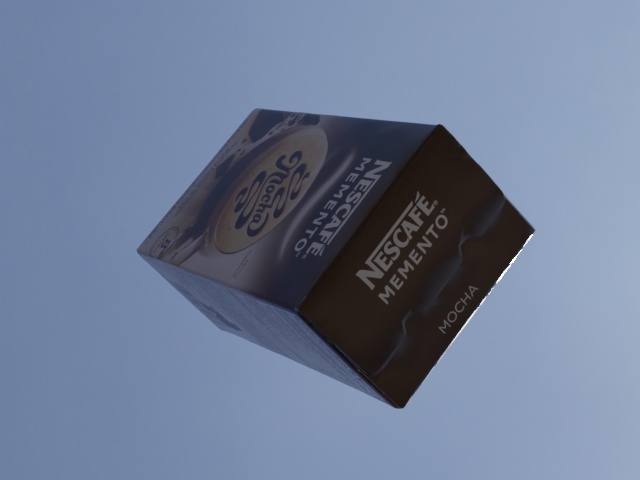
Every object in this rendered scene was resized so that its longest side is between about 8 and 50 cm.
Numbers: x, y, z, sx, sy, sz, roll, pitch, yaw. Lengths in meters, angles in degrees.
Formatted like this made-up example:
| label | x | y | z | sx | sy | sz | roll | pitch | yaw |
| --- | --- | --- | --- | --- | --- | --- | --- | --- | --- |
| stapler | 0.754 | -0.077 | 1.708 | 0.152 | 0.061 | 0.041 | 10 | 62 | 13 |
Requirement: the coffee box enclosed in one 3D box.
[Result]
| label | x | y | z | sx | sy | sz | roll | pitch | yaw |
| --- | --- | --- | --- | --- | --- | --- | --- | --- | --- |
| coffee box | 0.000 | 0.000 | 1.056 | 0.119 | 0.297 | 0.168 | 45 | -105 | -26 |
